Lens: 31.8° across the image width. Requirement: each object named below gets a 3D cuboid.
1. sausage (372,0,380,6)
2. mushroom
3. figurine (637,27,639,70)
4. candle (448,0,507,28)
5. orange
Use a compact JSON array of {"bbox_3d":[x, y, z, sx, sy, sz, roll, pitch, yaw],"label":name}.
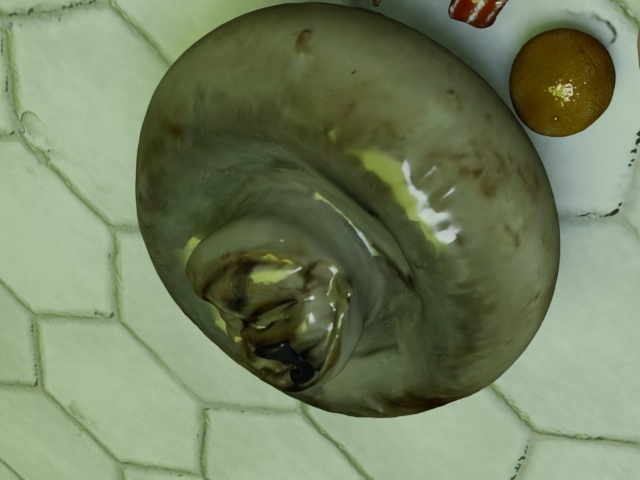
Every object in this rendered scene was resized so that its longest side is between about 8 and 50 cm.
[{"bbox_3d":[-0.012,-0.318,0.775,0.112,0.112,0.328,-11,118,40],"label":"sausage"},{"bbox_3d":[0.000,0.000,0.888,0.362,0.294,0.362,20,136,21],"label":"mushroom"},{"bbox_3d":[0.337,-0.090,0.708,0.276,0.133,0.200,37,149,9],"label":"figurine"},{"bbox_3d":[0.164,-0.264,0.737,0.051,0.048,0.329,24,138,-6],"label":"candle"},{"bbox_3d":[0.177,-0.116,0.832,0.085,0.085,0.085,19,133,21],"label":"orange"}]
